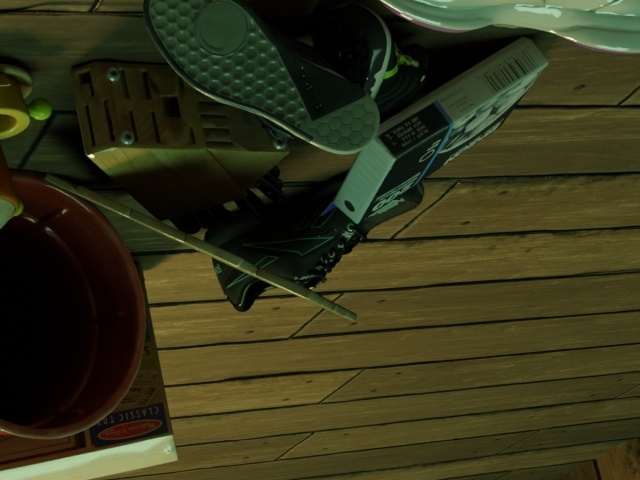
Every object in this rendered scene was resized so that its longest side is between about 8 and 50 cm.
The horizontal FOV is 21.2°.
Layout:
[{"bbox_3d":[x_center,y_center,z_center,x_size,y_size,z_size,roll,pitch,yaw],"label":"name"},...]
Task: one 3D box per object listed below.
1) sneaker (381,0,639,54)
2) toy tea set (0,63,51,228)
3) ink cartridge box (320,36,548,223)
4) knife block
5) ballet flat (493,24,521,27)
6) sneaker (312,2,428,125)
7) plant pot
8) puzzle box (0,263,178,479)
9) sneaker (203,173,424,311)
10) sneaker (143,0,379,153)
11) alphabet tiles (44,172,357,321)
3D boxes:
[{"bbox_3d":[0.161,-0.244,1.401,0.305,0.114,0.152,4,121,-15],"label":"sneaker"},{"bbox_3d":[-0.404,-0.054,1.500,0.336,0.124,0.200,-7,161,-17],"label":"toy tea set"},{"bbox_3d":[0.111,-0.099,1.721,0.206,0.045,0.208,-33,170,-23],"label":"ink cartridge box"},{"bbox_3d":[-0.150,-0.076,1.662,0.275,0.088,0.242,-1,157,-34],"label":"knife block"},{"bbox_3d":[0.232,-0.227,1.543,0.213,0.072,0.068,-4,-173,-22],"label":"ballet flat"},{"bbox_3d":[0.052,-0.168,1.587,0.097,0.084,0.235,-32,167,-13],"label":"sneaker"},{"bbox_3d":[-0.369,0.094,1.777,0.272,0.272,0.265,5,162,-42],"label":"plant pot"},{"bbox_3d":[-0.383,0.175,1.956,0.409,0.272,0.052,-12,138,-6],"label":"puzzle box"},{"bbox_3d":[0.000,0.000,1.959,0.267,0.106,0.101,-20,159,16],"label":"sneaker"},{"bbox_3d":[-0.065,-0.158,1.486,0.226,0.086,0.163,34,-175,-18],"label":"sneaker"},{"bbox_3d":[-0.112,0.009,1.694,0.285,0.011,0.342,24,178,14],"label":"alphabet tiles"}]
